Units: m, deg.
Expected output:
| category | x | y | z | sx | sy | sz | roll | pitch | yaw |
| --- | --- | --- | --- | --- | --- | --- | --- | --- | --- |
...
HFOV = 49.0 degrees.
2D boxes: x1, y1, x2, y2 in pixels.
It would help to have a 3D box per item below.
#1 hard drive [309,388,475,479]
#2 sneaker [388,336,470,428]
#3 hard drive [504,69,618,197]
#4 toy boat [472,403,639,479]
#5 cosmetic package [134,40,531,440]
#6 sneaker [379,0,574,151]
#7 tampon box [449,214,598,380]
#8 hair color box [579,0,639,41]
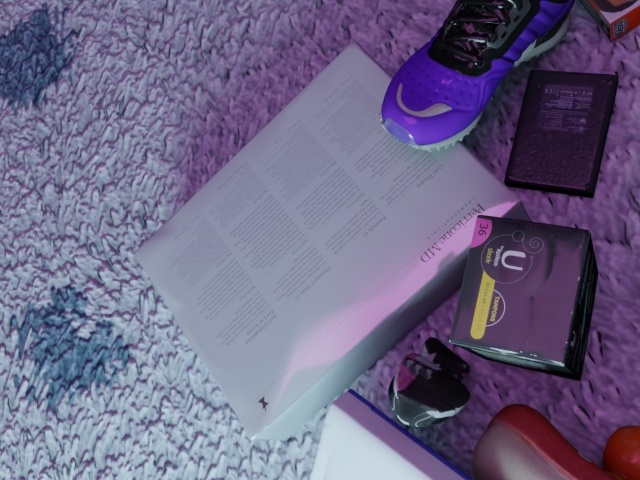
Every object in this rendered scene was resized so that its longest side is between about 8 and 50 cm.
| category | x | y | z | sx | sy | sz | roll | pitch | yaw |
| --- | --- | --- | --- | --- | --- | --- | --- | --- | --- |
| hard drive | 0.121 | 0.304 | 0.639 | 0.319 | 0.040 | 0.210 | 32 | 128 | 28 |
| sneaker | 0.101 | 0.156 | 0.687 | 0.072 | 0.178 | 0.077 | 35 | 103 | 17 |
| hard drive | 0.263 | -0.118 | 0.768 | 0.094 | 0.022 | 0.135 | 11 | 80 | 26 |
| toy boat | 0.256 | 0.227 | 0.627 | 0.231 | 0.151 | 0.151 | 34 | 61 | 27 |
| cosmetic package | 0.000 | 0.000 | 0.812 | 0.377 | 0.097 | 0.284 | -42 | 61 | 8 |
| sneaker | 0.165 | -0.222 | 0.715 | 0.102 | 0.146 | 0.293 | 37 | 67 | 20 |
| tampon box | 0.199 | 0.059 | 0.668 | 0.102 | 0.161 | 0.120 | 9 | 79 | 26 |
| hair color box | 0.360 | -0.289 | 0.760 | 0.141 | 0.043 | 0.071 | -32 | 66 | 14 |
